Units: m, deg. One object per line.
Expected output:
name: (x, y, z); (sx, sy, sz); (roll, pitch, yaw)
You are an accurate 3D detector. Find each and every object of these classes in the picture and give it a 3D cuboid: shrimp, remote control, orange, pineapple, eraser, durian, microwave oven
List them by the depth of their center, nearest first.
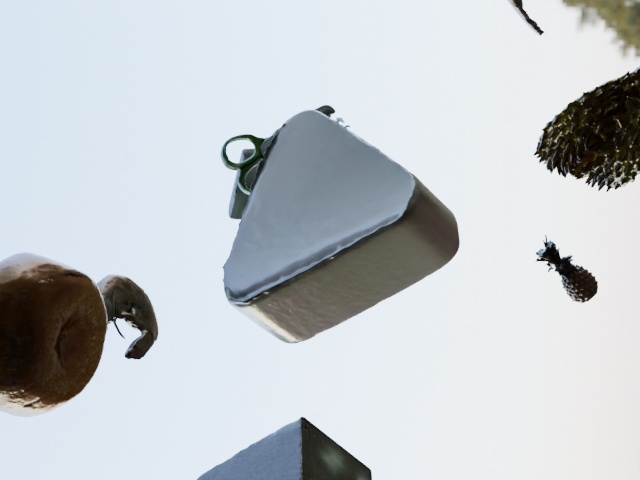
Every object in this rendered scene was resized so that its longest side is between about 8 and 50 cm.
durian: (0.401, -0.150, 1.694); (0.139, 0.144, 0.252); (-38, -16, -37)
eraser: (0.000, 0.000, 1.762); (0.150, 0.331, 0.331); (43, -129, -43)
orange: (-0.452, 0.134, 1.859); (0.249, 0.183, 0.249); (-28, -58, -56)
pineapple: (0.398, 0.047, 1.995); (0.124, 0.058, 0.058); (43, -135, -25)
shrimp: (-0.346, 0.148, 2.071); (0.143, 0.052, 0.251); (45, -144, -10)
remote control: (-0.125, -0.102, 2.266); (0.166, 0.065, 0.029); (108, 151, -45)
microwave oven: (-0.081, 0.634, 2.436); (0.236, 0.374, 0.432); (41, -152, -30)

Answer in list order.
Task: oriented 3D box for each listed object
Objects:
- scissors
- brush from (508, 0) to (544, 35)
scissors: (-0.061, -0.159, 1.965); (0.204, 0.027, 0.101); (-36, -83, -19)
brush: (0.276, -0.395, 1.890); (0.301, 0.071, 0.084); (37, -158, -52)
